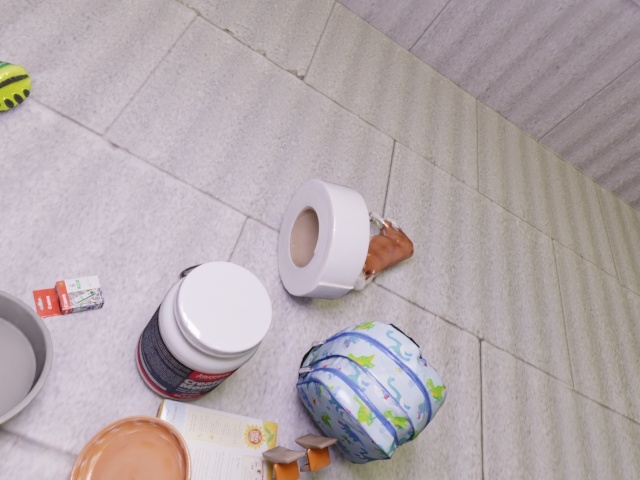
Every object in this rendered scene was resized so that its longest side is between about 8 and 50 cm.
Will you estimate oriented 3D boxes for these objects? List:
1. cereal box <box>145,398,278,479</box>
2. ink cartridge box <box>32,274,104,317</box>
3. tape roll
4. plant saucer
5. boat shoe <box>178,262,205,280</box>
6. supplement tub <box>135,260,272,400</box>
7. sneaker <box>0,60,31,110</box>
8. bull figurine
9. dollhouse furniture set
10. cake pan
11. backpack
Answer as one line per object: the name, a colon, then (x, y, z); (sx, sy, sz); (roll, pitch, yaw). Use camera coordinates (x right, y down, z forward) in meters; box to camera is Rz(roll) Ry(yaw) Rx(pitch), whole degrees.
cereal box: (-0.204, 0.412, 0.946); (0.240, 0.047, 0.173); (21, 53, -21)
ink cartridge box: (-0.488, 0.109, 0.976); (0.115, 0.029, 0.063); (-8, 65, -38)
tape roll: (0.000, 0.000, 1.212); (0.100, 0.286, 0.286); (10, 55, -30)
plant saucer: (-0.314, 0.398, 0.841); (0.200, 0.037, 0.200); (1, 57, -1)
boat shoe: (-0.262, 0.072, 1.151); (0.125, 0.038, 0.046); (-6, 63, -37)
supplement tub: (-0.222, 0.175, 0.943); (0.191, 0.272, 0.191); (18, 52, -24)
sneaker: (-0.760, -0.299, 1.041); (0.123, 0.109, 0.295); (30, 45, 22)
bull figurine: (0.134, 0.027, 1.412); (0.310, 0.101, 0.188); (-19, 70, -41)
dollhouse furniture set: (-0.040, 0.510, 0.882); (0.259, 0.135, 0.262); (-6, 80, -38)
cake pan: (-0.587, 0.191, 0.788); (0.293, 0.054, 0.293); (22, 34, -16)
backpack: (0.094, 0.307, 1.013); (0.273, 0.355, 0.290); (-29, 79, -42)
